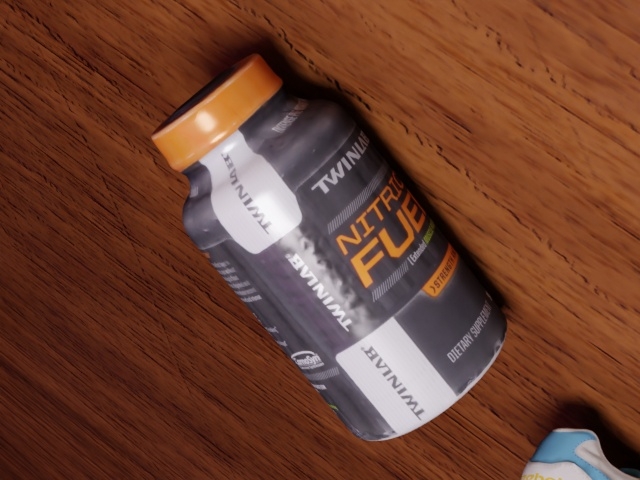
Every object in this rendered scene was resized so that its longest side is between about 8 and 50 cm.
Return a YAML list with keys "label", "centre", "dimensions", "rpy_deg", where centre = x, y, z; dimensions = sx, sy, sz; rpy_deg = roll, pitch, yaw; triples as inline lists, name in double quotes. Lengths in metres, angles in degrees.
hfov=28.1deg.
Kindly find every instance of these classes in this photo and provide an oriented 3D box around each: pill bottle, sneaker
- label: "pill bottle"
  centre: [0.000, 0.000, 0.824]
  dimensions: [0.245, 0.130, 0.130]
  rpy_deg: [51, 150, -12]
- label: "sneaker"
  centre: [0.222, 0.211, 0.873]
  dimensions: [0.229, 0.092, 0.087]
  rpy_deg: [38, 154, -30]
